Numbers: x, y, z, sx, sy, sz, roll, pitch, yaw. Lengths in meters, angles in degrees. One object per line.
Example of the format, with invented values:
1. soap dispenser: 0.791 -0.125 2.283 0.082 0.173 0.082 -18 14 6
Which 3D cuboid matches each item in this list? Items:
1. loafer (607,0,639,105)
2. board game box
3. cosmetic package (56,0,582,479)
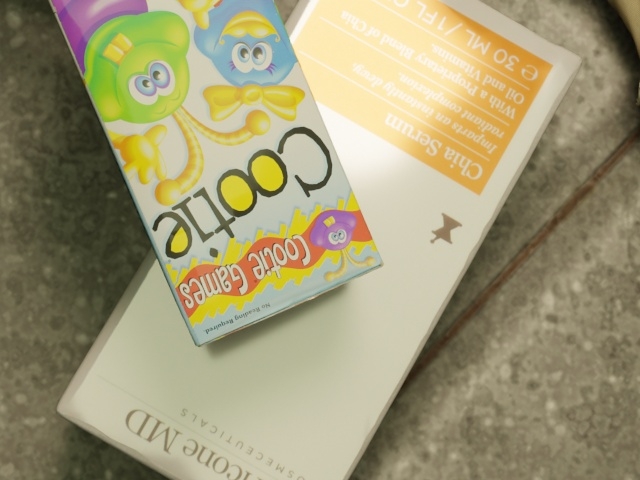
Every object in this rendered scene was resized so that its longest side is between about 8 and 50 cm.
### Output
1. loafer: 0.282 -0.231 1.256 0.092 0.102 0.269 -3 69 12
2. board game box: -0.080 -0.086 1.004 0.142 0.144 0.275 -23 97 -5
3. cosmetic package: 0.000 0.000 1.175 0.230 0.161 0.453 29 83 0
